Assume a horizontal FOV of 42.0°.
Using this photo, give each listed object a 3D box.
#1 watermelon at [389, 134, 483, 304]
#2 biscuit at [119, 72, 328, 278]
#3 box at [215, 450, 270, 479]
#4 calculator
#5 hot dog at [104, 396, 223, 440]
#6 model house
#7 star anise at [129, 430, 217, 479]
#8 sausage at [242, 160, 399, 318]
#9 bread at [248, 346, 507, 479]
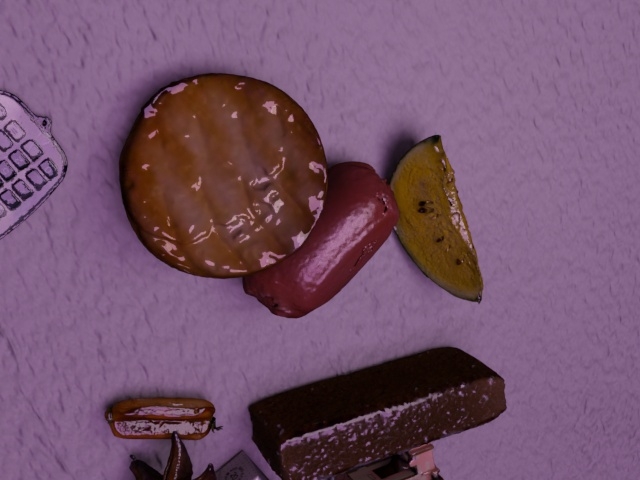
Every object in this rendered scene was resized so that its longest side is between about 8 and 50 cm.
[{"bbox_3d":[0.195,-0.035,1.372,0.123,0.129,0.301,-28,111,-16],"label":"watermelon"},{"bbox_3d":[-0.136,-0.090,1.186,0.297,0.102,0.296,0,89,-4],"label":"biscuit"},{"bbox_3d":[-0.192,0.545,1.425,0.330,0.095,0.210,-39,119,-9],"label":"box"},{"bbox_3d":[-0.469,-0.081,1.113,0.268,0.040,0.177,-38,119,-9],"label":"calculator"},{"bbox_3d":[-0.248,0.280,1.328,0.188,0.055,0.072,8,107,-26],"label":"hot dog"},{"bbox_3d":[0.105,0.520,1.487,0.244,0.169,0.325,-14,105,-16],"label":"model house"},{"bbox_3d":[-0.209,0.434,1.294,0.103,0.272,0.271,12,104,-55],"label":"star anise"},{"bbox_3d":[0.000,0.000,1.289,0.280,0.152,0.152,-45,119,-3],"label":"sausage"},{"bbox_3d":[0.099,0.292,1.425,0.417,0.165,0.113,-13,111,-19],"label":"bread"}]
